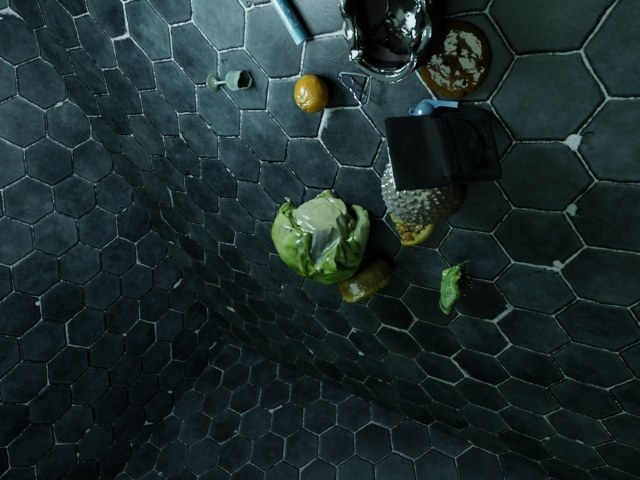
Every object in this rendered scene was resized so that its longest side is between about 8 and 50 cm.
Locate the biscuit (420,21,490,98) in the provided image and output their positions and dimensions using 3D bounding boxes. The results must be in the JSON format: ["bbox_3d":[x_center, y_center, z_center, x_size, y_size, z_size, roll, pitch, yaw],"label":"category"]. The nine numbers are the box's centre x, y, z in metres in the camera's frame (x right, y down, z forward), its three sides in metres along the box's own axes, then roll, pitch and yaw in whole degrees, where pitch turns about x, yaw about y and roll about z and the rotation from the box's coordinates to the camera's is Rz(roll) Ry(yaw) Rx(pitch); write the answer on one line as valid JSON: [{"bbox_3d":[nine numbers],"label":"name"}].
[{"bbox_3d":[0.383,-0.513,1.196,0.212,0.036,0.212,23,140,21],"label":"biscuit"}]

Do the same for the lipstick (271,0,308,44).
[{"bbox_3d":[-0.101,-0.733,1.378,0.048,0.048,0.158,-11,120,47],"label":"lipstick"}]

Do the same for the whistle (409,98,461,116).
[{"bbox_3d":[0.354,-0.399,1.304,0.157,0.090,0.090,17,138,27],"label":"whistle"}]

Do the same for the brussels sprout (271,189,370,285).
[{"bbox_3d":[0.005,0.007,1.827,0.425,0.342,0.361,25,145,23],"label":"brussels sprout"}]

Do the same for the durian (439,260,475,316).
[{"bbox_3d":[0.560,0.180,1.717,0.132,0.107,0.375,23,142,25],"label":"durian"}]

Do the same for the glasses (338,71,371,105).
[{"bbox_3d":[0.140,-0.526,1.375,0.140,0.063,0.103,48,142,-13],"label":"glasses"}]

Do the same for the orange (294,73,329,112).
[{"bbox_3d":[-0.032,-0.521,1.485,0.135,0.118,0.136,18,140,16],"label":"orange"}]

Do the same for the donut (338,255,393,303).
[{"bbox_3d":[0.206,0.177,1.900,0.128,0.261,0.208,59,169,-7],"label":"donut"}]

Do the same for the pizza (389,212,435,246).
[{"bbox_3d":[0.358,-0.076,1.664,0.197,0.058,0.292,36,144,6],"label":"pizza"}]

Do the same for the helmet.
[{"bbox_3d":[0.208,-0.610,1.112,0.270,0.197,0.339,20,134,36],"label":"helmet"}]

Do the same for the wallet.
[{"bbox_3d":[0.356,-0.266,1.213,0.322,0.247,0.041,-6,161,0],"label":"wallet"}]

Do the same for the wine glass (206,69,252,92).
[{"bbox_3d":[-0.369,-0.644,1.683,0.195,0.079,0.079,9,135,36],"label":"wine glass"}]

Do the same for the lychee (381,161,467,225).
[{"bbox_3d":[0.336,-0.195,1.366,0.299,0.300,0.300,24,141,21],"label":"lychee"}]
